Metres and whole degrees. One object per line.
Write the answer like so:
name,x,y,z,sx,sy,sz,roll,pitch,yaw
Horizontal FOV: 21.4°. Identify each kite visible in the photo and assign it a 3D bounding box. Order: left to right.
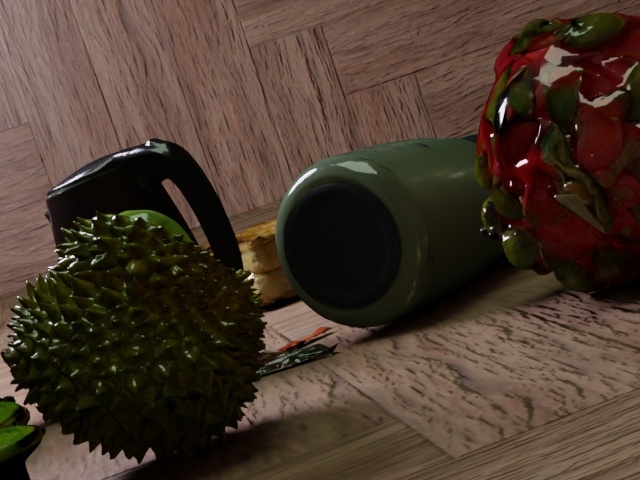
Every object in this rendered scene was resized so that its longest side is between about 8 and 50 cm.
kite,-0.065,0.117,1.643,0.189,0.009,0.232,-23,7,-34

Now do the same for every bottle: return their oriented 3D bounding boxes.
bottle,0.113,-0.026,1.697,0.168,0.168,0.347,-15,2,36

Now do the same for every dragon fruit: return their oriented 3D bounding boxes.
dragon fruit,0.246,-0.074,1.422,0.231,0.237,0.303,3,-3,6

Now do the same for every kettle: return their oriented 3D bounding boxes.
kettle,-0.166,0.026,1.643,0.202,0.232,0.144,-19,7,41

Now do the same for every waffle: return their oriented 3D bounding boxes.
waffle,0.000,0.001,2.131,0.308,0.091,0.213,-21,4,-29

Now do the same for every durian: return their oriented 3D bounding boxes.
durian,-0.141,0.081,1.317,0.237,0.200,0.176,131,164,-76

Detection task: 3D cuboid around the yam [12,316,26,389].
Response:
yam,-0.278,0.109,1.978,0.183,0.107,0.107,-20,6,6

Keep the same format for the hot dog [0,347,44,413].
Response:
hot dog,-0.238,0.118,1.788,0.146,0.103,0.213,9,29,28

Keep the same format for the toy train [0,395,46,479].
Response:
toy train,-0.267,0.184,1.208,0.161,0.100,0.296,-23,6,-13
